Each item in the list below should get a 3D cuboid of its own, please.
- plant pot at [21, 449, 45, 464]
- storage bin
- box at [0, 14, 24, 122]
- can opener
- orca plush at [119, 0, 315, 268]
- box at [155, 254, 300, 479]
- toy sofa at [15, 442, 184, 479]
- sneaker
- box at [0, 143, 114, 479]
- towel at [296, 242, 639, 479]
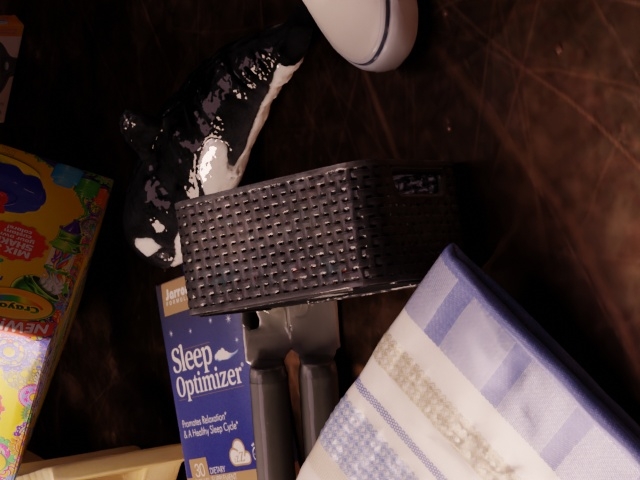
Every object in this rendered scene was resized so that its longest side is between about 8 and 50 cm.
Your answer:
[{"bbox_3d":[-0.340,0.290,1.532,0.110,0.237,0.237,-80,4,-65],"label":"plant pot"},{"bbox_3d":[0.000,0.000,1.037,0.180,0.122,0.084,-12,84,37],"label":"storage bin"},{"bbox_3d":[-0.369,-0.174,1.579,0.028,0.081,0.136,45,128,41],"label":"box"},{"bbox_3d":[-0.021,0.115,1.174,0.095,0.076,0.283,-153,59,-85],"label":"can opener"},{"bbox_3d":[-0.108,-0.080,1.197,0.287,0.102,0.151,-40,50,49],"label":"orca plush"},{"bbox_3d":[-0.084,0.098,1.267,0.136,0.036,0.225,-20,77,53],"label":"box"},{"bbox_3d":[-0.191,0.373,1.348,0.177,0.150,0.362,-21,77,51],"label":"toy sofa"},{"bbox_3d":[-0.018,-0.224,1.088,0.258,0.091,0.094,61,138,29],"label":"sneaker"},{"bbox_3d":[-0.369,0.037,1.343,0.279,0.290,0.177,-84,12,-58],"label":"box"},{"bbox_3d":[0.094,0.166,0.995,0.209,0.034,0.285,46,131,21],"label":"towel"}]
